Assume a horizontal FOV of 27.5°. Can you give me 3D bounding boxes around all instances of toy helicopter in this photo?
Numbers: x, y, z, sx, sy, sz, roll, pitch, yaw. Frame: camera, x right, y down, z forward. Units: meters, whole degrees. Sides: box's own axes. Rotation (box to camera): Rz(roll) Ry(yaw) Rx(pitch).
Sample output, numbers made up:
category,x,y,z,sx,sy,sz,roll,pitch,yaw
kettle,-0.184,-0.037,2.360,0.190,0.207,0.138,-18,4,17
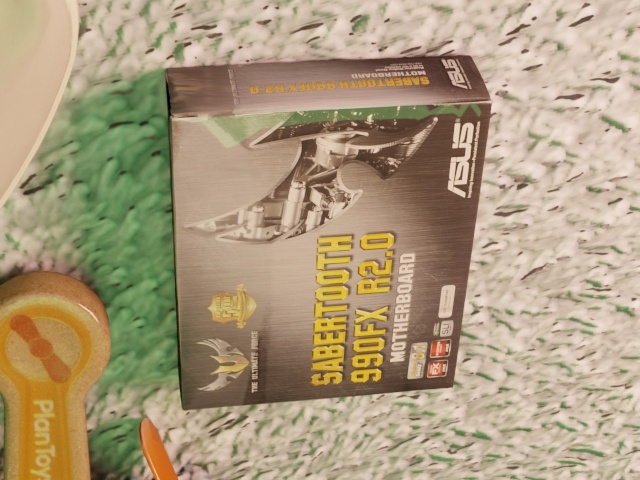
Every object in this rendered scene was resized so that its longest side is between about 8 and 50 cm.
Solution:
category,x,y,z,sx,sy,sz,roll,pitch,yaw
toy helicopter,-0.165,0.182,0.876,0.235,0.140,0.355,2,118,-7

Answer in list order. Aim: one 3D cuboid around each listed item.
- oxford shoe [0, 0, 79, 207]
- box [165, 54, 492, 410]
category,x,y,z,sx,sy,sz,roll,pitch,yaw
oxford shoe,-0.286,0.015,0.691,0.449,0.130,0.169,-45,122,9
box,0.000,0.000,0.804,0.183,0.056,0.231,-4,129,-9
